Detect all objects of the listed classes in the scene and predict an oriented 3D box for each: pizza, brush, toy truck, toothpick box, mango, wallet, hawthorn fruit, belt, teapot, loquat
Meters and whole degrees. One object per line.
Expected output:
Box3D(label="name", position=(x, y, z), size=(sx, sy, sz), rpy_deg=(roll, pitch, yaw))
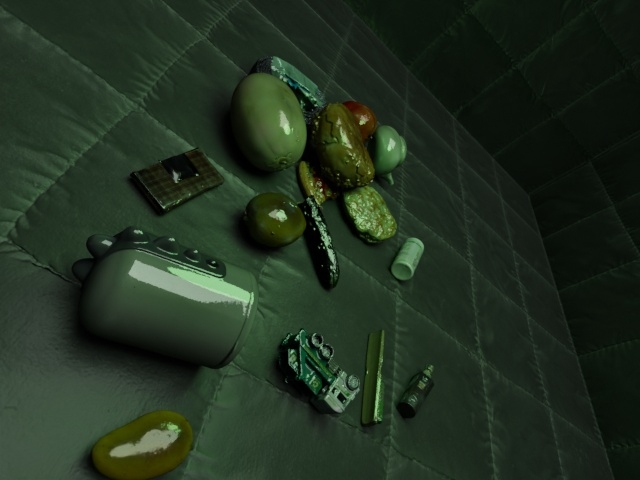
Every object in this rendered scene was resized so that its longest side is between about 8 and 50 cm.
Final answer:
Box3D(label="pizza", position=(0.013, -0.193, 1.428), size=(0.198, 0.062, 0.188), rpy_deg=(-1, 65, -48))
Box3D(label="brush", position=(0.157, 0.382, 1.153), size=(0.048, 0.054, 0.283), rpy_deg=(42, 39, -28))
Box3D(label="toy truck", position=(-0.014, 0.323, 0.984), size=(0.216, 0.110, 0.116), rpy_deg=(50, 51, -6))
Box3D(label="toothpick box", position=(-0.290, 0.095, 0.764), size=(0.316, 0.229, 0.229), rpy_deg=(27, 45, -29))
Box3D(label="mango", position=(-0.298, 0.348, 0.690), size=(0.160, 0.076, 0.103), rpy_deg=(4, 64, -40))
Box3D(label="wallet", position=(-0.354, -0.158, 1.037), size=(0.124, 0.042, 0.230), rpy_deg=(53, 40, -6))
Box3D(label="hawthorn fruit", position=(0.114, -0.479, 1.658), size=(0.225, 0.197, 0.196), rpy_deg=(42, 37, 9))
Box3D(label="belt", position=(-0.118, -0.521, 1.493), size=(0.324, 0.122, 0.261), rpy_deg=(34, 50, -21))
Box3D(label="teapot", position=(0.275, -0.408, 1.752), size=(0.148, 0.220, 0.319), rpy_deg=(6, 49, -12))
Box3D(label="loquat", position=(-0.120, -0.055, 1.123), size=(0.194, 0.152, 0.152), rpy_deg=(4, 59, -35))

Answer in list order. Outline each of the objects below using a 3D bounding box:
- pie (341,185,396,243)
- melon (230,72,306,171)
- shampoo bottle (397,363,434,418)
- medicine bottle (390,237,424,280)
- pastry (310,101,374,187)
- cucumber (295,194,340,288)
Box3D(label="pie", position=(0.164, -0.101, 1.496), size=(0.200, 0.090, 0.248), rpy_deg=(-17, 75, -39))
Box3D(label="melon", position=(-0.159, -0.357, 1.246), size=(0.222, 0.223, 0.317), rpy_deg=(-1, 64, -46))
Box3D(label="shampoo bottle", position=(0.298, 0.452, 1.244), size=(0.057, 0.063, 0.207), rpy_deg=(48, 39, 9))
Box3D(label="medicine bottle", position=(0.330, 0.068, 1.540), size=(0.086, 0.086, 0.183), rpy_deg=(49, 38, -6))
Box3D(label="pastry", position=(0.067, -0.316, 1.422), size=(0.255, 0.161, 0.311), rpy_deg=(-1, 69, -68))
Box3D(label="cucumber", position=(0.000, 0.000, 1.259), size=(0.304, 0.081, 0.072), rpy_deg=(68, 11, 17))
